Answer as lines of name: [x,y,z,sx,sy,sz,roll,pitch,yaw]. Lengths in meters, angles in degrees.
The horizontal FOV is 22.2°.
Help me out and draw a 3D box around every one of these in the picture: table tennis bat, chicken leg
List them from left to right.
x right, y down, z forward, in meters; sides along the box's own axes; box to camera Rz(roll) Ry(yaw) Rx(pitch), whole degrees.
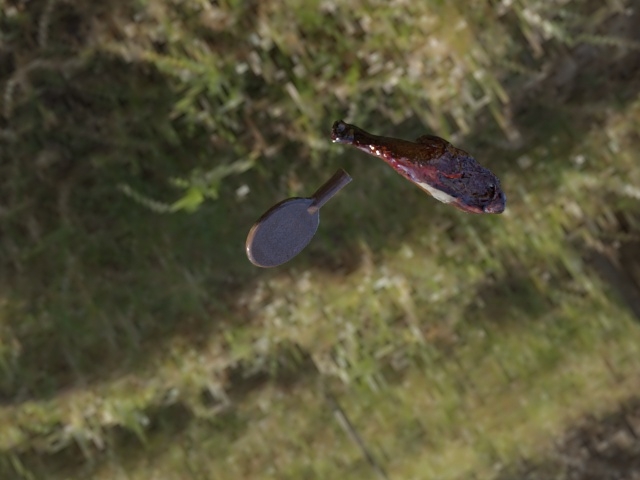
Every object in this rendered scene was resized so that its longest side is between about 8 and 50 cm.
table tennis bat: [0.000,0.000,2.076,0.170,0.119,0.107,-44,145,1]
chicken leg: [0.110,-0.077,1.717,0.093,0.205,0.053,-5,-125,59]
